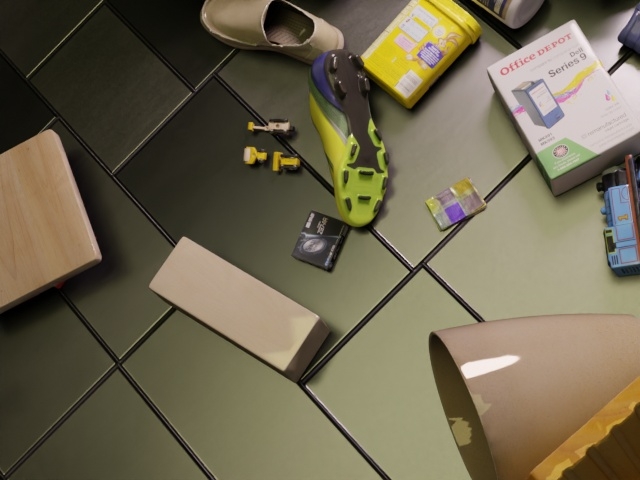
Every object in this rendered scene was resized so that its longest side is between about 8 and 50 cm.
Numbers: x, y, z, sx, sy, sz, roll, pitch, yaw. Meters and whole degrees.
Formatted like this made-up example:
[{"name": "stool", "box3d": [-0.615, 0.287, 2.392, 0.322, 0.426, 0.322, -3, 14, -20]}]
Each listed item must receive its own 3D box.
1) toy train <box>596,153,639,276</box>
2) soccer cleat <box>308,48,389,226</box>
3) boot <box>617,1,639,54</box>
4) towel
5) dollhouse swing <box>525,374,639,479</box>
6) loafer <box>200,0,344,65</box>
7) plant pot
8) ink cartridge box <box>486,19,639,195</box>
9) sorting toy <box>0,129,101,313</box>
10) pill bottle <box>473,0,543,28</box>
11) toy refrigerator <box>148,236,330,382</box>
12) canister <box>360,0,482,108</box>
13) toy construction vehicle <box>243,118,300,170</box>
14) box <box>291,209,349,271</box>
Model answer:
[{"name": "toy train", "box3d": [0.463, -0.037, 1.561, 0.105, 0.080, 0.184, -10, 73, 20]}, {"name": "soccer cleat", "box3d": [0.039, -0.162, 1.724, 0.094, 0.121, 0.289, -7, 85, -28]}, {"name": "boot", "box3d": [0.536, -0.362, 1.626, 0.086, 0.069, 0.190, 35, 88, 16]}, {"name": "towel", "box3d": [0.211, -0.057, 1.676, 0.083, 0.009, 0.060, -28, 71, 8]}, {"name": "dollhouse swing", "box3d": [0.454, 0.338, 1.332, 0.347, 0.305, 0.315, -42, 73, 2]}, {"name": "loafer", "box3d": [-0.089, -0.370, 1.802, 0.269, 0.092, 0.101, 17, 81, 20]}, {"name": "plant pot", "box3d": [0.322, 0.205, 1.468, 0.274, 0.256, 0.256, -17, 71, -5]}, {"name": "ink cartridge box", "box3d": [0.370, -0.201, 1.622, 0.154, 0.093, 0.212, -28, 68, 9]}, {"name": "sorting toy", "box3d": [-0.510, -0.015, 1.836, 0.256, 0.089, 0.257, -26, 70, 8]}, {"name": "pill bottle", "box3d": [0.271, -0.421, 1.708, 0.169, 0.094, 0.094, 41, 90, 21]}, {"name": "toy refrigerator", "box3d": [-0.127, 0.110, 1.691, 0.270, 0.094, 0.102, 29, 79, 20]}, {"name": "canister", "box3d": [0.157, -0.312, 1.725, 0.126, 0.073, 0.170, 43, 92, 22]}, {"name": "toy construction vehicle", "box3d": [-0.077, -0.157, 1.779, 0.098, 0.035, 0.085, 1, 87, 19]}, {"name": "box", "box3d": [0.000, 0.000, 1.718, 0.067, 0.018, 0.083, 22, 83, 20]}]
